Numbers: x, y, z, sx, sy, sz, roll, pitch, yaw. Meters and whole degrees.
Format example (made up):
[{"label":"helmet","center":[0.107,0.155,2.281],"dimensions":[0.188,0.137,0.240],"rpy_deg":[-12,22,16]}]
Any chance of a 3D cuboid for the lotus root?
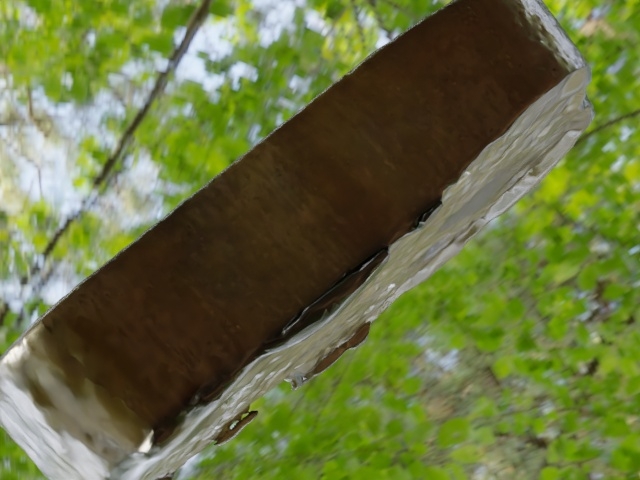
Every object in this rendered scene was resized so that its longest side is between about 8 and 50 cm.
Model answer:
[{"label":"lotus root","center":[0.000,0.000,0.864],"dimensions":[0.111,0.375,0.390],"rpy_deg":[53,-137,4]}]
